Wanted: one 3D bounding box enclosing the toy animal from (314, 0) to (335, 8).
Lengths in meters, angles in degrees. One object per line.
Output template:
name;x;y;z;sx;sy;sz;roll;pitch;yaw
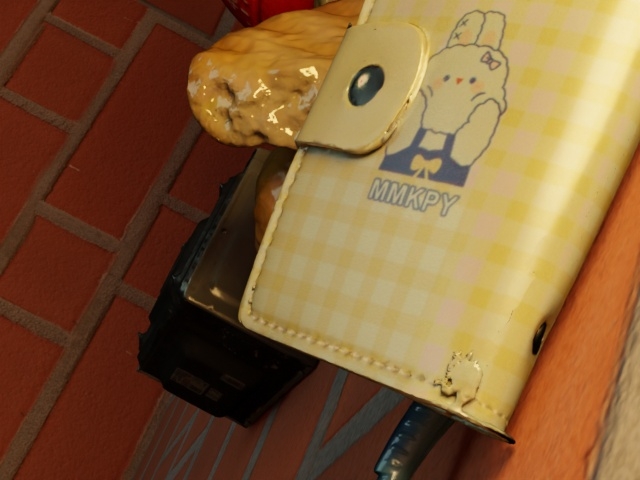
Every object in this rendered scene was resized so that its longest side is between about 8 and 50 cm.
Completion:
toy animal;0.015;-0.185;1.109;0.101;0.103;0.218;-27;-44;-74

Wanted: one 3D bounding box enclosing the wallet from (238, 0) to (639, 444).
wallet;0.082;-0.064;0.688;0.223;0.077;0.309;19;77;43

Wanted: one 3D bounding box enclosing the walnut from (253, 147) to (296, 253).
walnut;0.017;-0.023;1.053;0.159;0.159;0.206;-61;1;10

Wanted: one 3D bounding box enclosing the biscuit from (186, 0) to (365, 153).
biscuit;0.049;-0.128;0.967;0.213;0.274;0.091;-41;-51;-46

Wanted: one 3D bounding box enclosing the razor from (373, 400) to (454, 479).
razor;0.057;0.113;0.670;0.253;0.042;0.082;-63;5;-18

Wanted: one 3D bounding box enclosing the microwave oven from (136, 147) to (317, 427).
microwave oven;-0.088;0.061;1.440;0.237;0.181;0.295;-64;7;-27

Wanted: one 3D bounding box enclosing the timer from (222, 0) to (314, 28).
timer;0.060;-0.354;1.307;0.378;0.279;0.378;-42;-16;-16
